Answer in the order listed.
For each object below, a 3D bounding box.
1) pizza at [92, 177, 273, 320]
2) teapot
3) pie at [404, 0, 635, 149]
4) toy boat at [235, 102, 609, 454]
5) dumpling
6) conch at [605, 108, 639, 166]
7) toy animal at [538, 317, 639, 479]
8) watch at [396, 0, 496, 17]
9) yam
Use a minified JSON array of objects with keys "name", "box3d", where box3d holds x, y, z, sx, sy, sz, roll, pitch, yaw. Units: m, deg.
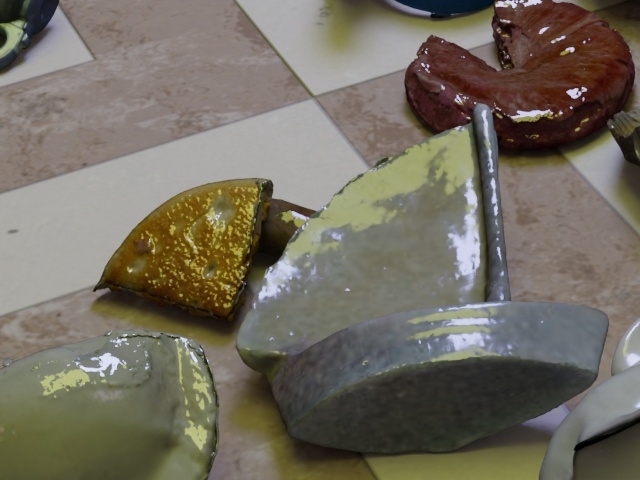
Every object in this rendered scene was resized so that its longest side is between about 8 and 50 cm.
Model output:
[{"name":"pizza","box3d":[-0.100,0.016,1.693,0.178,0.041,0.131,-42,65,-3]},{"name":"teapot","box3d":[-0.328,-0.248,2.006,0.108,0.111,0.149,25,41,14]},{"name":"pie","box3d":[0.195,-0.162,1.899,0.204,0.054,0.219,26,48,32]},{"name":"toy boat","box3d":[0.067,0.052,1.592,0.276,0.111,0.293,-23,44,-3]},{"name":"dumpling","box3d":[-0.183,0.168,1.480,0.247,0.142,0.172,-24,74,-4]},{"name":"conch","box3d":[0.348,-0.108,1.751,0.178,0.162,0.245,5,7,-14]},{"name":"toy animal","box3d":[0.288,0.146,1.443,0.258,0.193,0.357,-9,16,32]},{"name":"watch","box3d":[0.109,-0.322,2.034,0.200,0.171,0.196,11,52,0]},{"name":"yam","box3d":[0.000,0.000,1.720,0.241,0.056,0.057,12,42,19]}]
